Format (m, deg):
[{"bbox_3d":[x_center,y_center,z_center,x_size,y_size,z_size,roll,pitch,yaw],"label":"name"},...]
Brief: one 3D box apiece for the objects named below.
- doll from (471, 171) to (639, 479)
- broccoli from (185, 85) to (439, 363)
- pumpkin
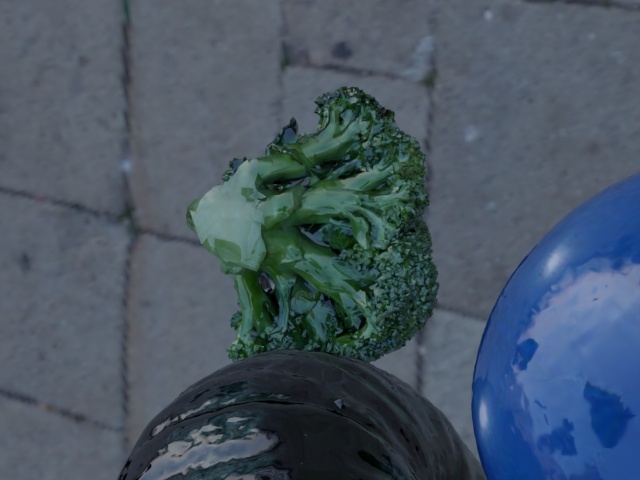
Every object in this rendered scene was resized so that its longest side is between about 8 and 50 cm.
[{"bbox_3d":[0.165,0.073,0.514,0.257,0.215,0.161,42,165,48],"label":"doll"},{"bbox_3d":[0.000,0.000,1.113,0.195,0.156,0.195,-14,65,32],"label":"broccoli"},{"bbox_3d":[0.008,0.133,0.623,0.140,0.202,0.202,-26,86,19],"label":"pumpkin"}]
